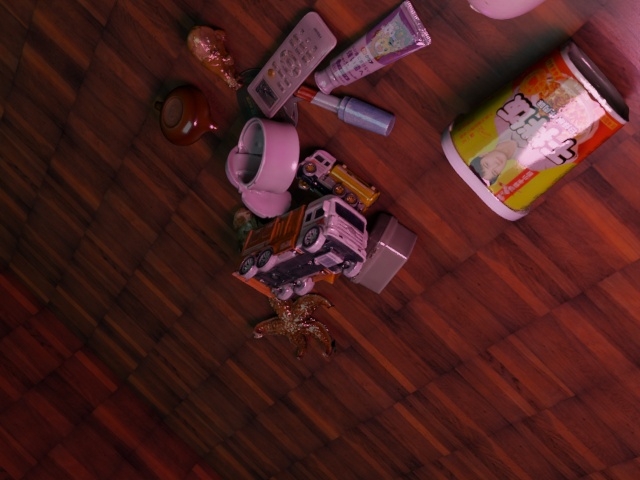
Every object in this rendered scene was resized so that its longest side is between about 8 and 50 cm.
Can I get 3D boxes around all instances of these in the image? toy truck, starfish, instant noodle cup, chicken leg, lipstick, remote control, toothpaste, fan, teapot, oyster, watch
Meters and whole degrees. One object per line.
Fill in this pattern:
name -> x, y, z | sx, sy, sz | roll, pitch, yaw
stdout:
toy truck -> -0.050, 0.013, 1.784 | 0.388, 0.206, 0.173 | -22, 134, 40
starfish -> -0.074, 0.292, 2.180 | 0.303, 0.113, 0.311 | 23, 126, 19
instant noodle cup -> 0.465, -0.244, 1.399 | 0.294, 0.294, 0.308 | 47, 125, -3
chicken leg -> -0.283, -0.506, 1.803 | 0.085, 0.101, 0.207 | -15, 126, 41
toy truck -> 0.047, -0.154, 1.807 | 0.227, 0.114, 0.098 | 37, 153, 6
lipstick -> 0.059, -0.347, 1.701 | 0.274, 0.061, 0.068 | 25, 153, 15
remote control -> -0.074, -0.458, 1.718 | 0.109, 0.055, 0.313 | 54, 132, 4
toothpaste -> 0.119, -0.457, 1.597 | 0.299, 0.073, 0.114 | -25, 104, 32
fan -> -0.131, -0.402, 1.824 | 0.223, 0.012, 0.294 | 47, 132, -1
teapot -> -0.403, -0.370, 1.948 | 0.252, 0.135, 0.178 | 27, 98, 39
oyster -> -0.167, 0.026, 2.028 | 0.294, 0.094, 0.166 | 31, 124, 27
watch -> -0.134, -0.206, 1.807 | 0.231, 0.196, 0.244 | -37, 55, 50

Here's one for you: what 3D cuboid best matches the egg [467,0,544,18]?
egg -> 0.367, -0.580, 1.213 | 0.279, 0.278, 0.336 | 16, 128, 23

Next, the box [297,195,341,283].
box -> 0.000, 0.000, 1.966 | 0.152, 0.070, 0.237 | 23, 127, 19

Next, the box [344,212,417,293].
box -> 0.167, 0.040, 1.837 | 0.129, 0.148, 0.210 | 32, 134, -1
